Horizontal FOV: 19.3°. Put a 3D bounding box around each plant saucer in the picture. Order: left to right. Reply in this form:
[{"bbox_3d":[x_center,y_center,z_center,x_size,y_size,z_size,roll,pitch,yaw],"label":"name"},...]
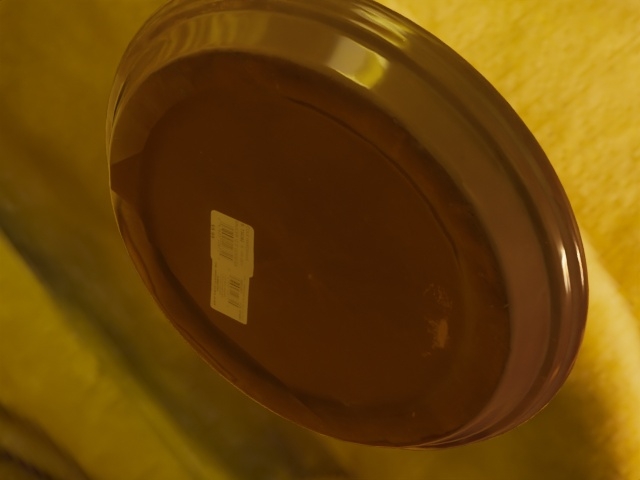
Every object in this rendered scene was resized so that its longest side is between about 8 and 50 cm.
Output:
[{"bbox_3d":[0.000,0.000,0.934,0.278,0.041,0.278,21,135,23],"label":"plant saucer"}]
